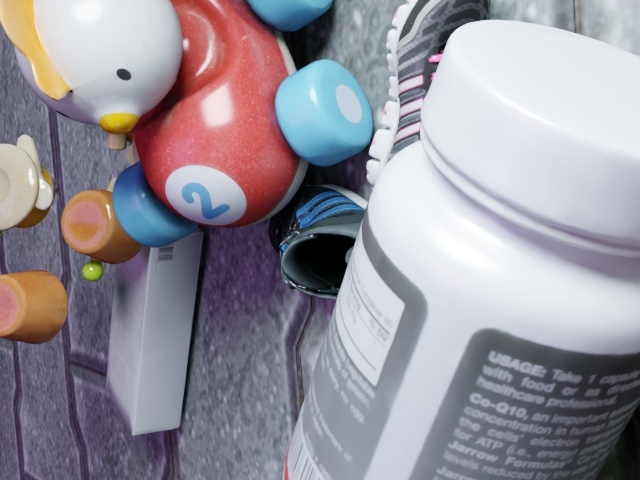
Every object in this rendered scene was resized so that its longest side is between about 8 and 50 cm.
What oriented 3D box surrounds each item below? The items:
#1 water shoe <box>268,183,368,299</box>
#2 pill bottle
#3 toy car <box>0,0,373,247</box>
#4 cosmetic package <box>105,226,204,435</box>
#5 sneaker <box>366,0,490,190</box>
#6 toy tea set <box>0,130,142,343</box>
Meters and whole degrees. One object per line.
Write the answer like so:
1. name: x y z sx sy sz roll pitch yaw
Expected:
1. water shoe: 0.000 0.000 0.689 0.203 0.080 0.073 15 108 56
2. pill bottle: 0.087 0.046 0.484 0.161 0.161 0.283 50 134 41
3. toy car: -0.128 -0.113 0.666 0.219 0.238 0.210 -23 76 34
4. cosmetic package: -0.179 0.079 1.004 0.099 0.060 0.239 41 129 48
5. sneaker: 0.077 -0.081 0.573 0.075 0.063 0.170 51 140 42
6. toy tea set: -0.224 -0.047 0.939 0.336 0.124 0.200 -43 71 13
